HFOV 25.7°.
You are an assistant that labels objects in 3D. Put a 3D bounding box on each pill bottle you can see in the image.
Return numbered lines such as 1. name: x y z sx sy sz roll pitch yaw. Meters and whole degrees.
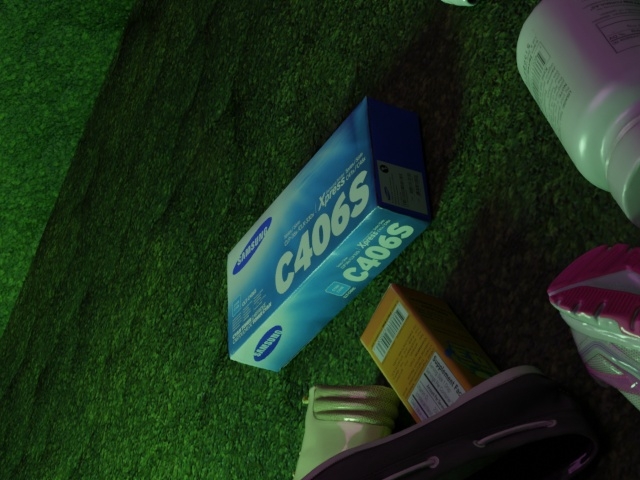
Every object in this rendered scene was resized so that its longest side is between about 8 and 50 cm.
1. pill bottle: 0.259 -0.113 1.170 0.131 0.131 0.229 -58 30 28

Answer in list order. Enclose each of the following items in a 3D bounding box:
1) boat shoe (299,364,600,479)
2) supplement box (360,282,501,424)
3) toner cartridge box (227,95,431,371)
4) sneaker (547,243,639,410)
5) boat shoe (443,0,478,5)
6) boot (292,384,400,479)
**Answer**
1. boat shoe: 0.081 0.219 1.169 0.335 0.112 0.095 -30 38 -13
2. supplement box: 0.120 0.132 1.358 0.080 0.078 0.233 -61 29 17
3. toner cartridge box: 0.000 0.000 1.677 0.348 0.075 0.165 -47 35 42
4. sneaker: 0.289 0.088 1.042 0.103 0.111 0.252 -39 37 -22
5. boat shoe: 0.180 -0.348 1.552 0.063 0.066 0.184 33 102 49
6. boot: -0.008 0.264 1.510 0.262 0.095 0.203 -26 53 54
